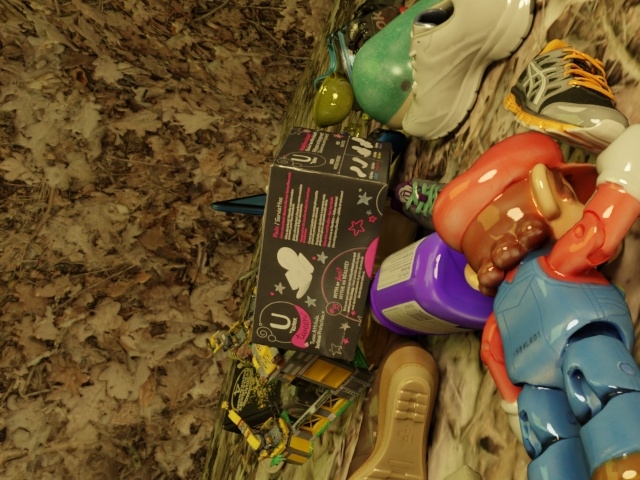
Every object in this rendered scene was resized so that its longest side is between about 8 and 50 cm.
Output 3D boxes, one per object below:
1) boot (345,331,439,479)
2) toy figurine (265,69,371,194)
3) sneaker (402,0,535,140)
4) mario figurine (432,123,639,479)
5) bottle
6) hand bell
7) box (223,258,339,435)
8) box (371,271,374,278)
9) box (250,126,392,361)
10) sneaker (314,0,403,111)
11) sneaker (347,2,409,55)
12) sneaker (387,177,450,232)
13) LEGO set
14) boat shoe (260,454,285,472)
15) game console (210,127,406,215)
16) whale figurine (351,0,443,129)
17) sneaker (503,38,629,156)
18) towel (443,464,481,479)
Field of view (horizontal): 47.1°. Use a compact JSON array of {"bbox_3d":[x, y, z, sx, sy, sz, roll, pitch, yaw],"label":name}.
[{"bbox_3d":[0.084,0.237,0.890,0.207,0.090,0.248,-64,-9,-82],"label":"boot"},{"bbox_3d":[0.056,-0.150,1.549,0.217,0.191,0.362,34,102,47],"label":"toy figurine"},{"bbox_3d":[0.171,-0.254,1.002,0.297,0.129,0.111,119,162,-52],"label":"sneaker"},{"bbox_3d":[0.199,0.048,0.534,0.198,0.170,0.320,-26,47,24],"label":"mario figurine"},{"bbox_3d":[0.120,0.056,0.810,0.283,0.118,0.092,139,144,-75],"label":"bottle"},{"bbox_3d":[0.090,0.064,1.079,0.126,0.126,0.242,-145,59,-79],"label":"hand bell"},{"bbox_3d":[-0.050,0.165,1.423,0.318,0.097,0.395,-31,41,52],"label":"box"},{"bbox_3d":[0.049,0.028,1.226,0.109,0.042,0.178,-51,27,-7],"label":"box"},{"bbox_3d":[0.000,0.000,0.944,0.163,0.142,0.247,-75,-5,-64],"label":"box"},{"bbox_3d":[0.094,-0.479,1.704,0.125,0.139,0.341,-136,65,-80],"label":"sneaker"},{"bbox_3d":[0.112,-0.375,1.468,0.097,0.135,0.276,125,157,-54],"label":"sneaker"},{"bbox_3d":[0.142,-0.037,0.890,0.223,0.098,0.083,-171,98,-79],"label":"sneaker"},{"bbox_3d":[-0.085,0.168,1.144,0.255,0.192,0.331,-42,41,22],"label":"LEGO set"},{"bbox_3d":[-0.072,0.375,1.514,0.065,0.075,0.206,33,-119,-56],"label":"boat shoe"},{"bbox_3d":[-0.007,-0.117,1.221,0.250,0.173,0.293,-55,-7,14],"label":"game console"},{"bbox_3d":[0.146,-0.317,1.175,0.272,0.141,0.216,-62,9,15],"label":"whale figurine"},{"bbox_3d":[0.226,-0.135,0.671,0.215,0.084,0.083,-98,32,-68],"label":"sneaker"},{"bbox_3d":[0.077,0.413,0.654,0.324,0.056,0.312,-88,18,-55],"label":"towel"}]
